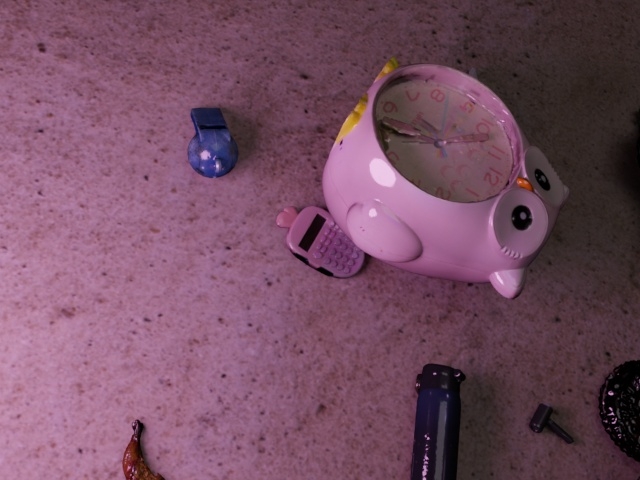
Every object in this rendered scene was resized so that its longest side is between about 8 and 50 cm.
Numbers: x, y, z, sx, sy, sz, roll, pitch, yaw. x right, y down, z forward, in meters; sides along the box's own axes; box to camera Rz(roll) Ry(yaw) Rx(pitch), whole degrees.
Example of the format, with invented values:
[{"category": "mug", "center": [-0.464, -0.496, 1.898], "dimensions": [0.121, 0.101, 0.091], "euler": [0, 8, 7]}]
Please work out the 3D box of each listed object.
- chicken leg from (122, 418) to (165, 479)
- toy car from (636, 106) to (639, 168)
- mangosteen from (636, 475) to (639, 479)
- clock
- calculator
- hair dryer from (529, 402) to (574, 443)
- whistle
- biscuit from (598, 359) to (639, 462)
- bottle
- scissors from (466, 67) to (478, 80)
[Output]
[{"category": "chicken leg", "center": [-0.254, 0.329, 1.347], "dimensions": [0.062, 0.037, 0.145], "euler": [-12, 72, -46]}, {"category": "toy car", "center": [0.725, -0.121, 1.795], "dimensions": [0.213, 0.176, 0.358], "euler": [-14, 80, 9]}, {"category": "mangosteen", "center": [0.596, 0.480, 1.433], "dimensions": [0.330, 0.330, 0.330], "euler": [7, 67, -16]}, {"category": "clock", "center": [0.200, -0.086, 1.553], "dimensions": [0.377, 0.250, 0.368], "euler": [34, 57, 1]}, {"category": "calculator", "center": [0.000, 0.000, 1.578], "dimensions": [0.166, 0.024, 0.103], "euler": [34, 62, -6]}, {"category": "hair dryer", "center": [0.391, 0.317, 1.586], "dimensions": [0.083, 0.026, 0.047], "euler": [41, 63, -8]}, {"category": "whistle", "center": [-0.180, -0.153, 1.556], "dimensions": [0.090, 0.090, 0.158], "euler": [3, 28, -18]}, {"category": "biscuit", "center": [0.570, 0.297, 1.636], "dimensions": [0.194, 0.053, 0.194], "euler": [7, 66, -16]}, {"category": "bottle", "center": [0.180, 0.315, 1.485], "dimensions": [0.072, 0.082, 0.244], "euler": [43, 49, -51]}, {"category": "scissors", "center": [0.304, -0.232, 1.777], "dimensions": [0.101, 0.027, 0.204], "euler": [0, 70, -20]}]
